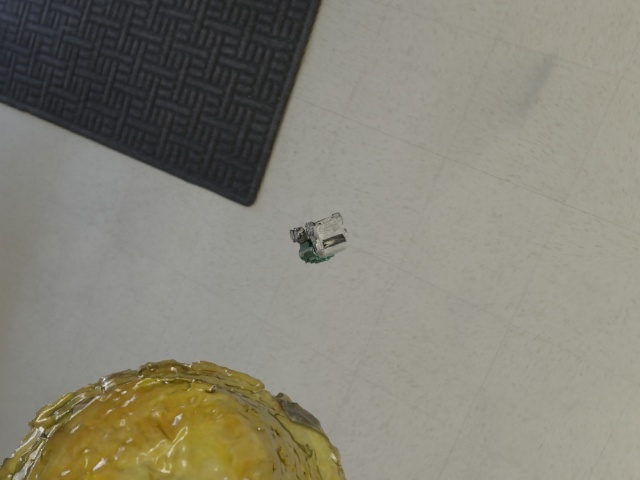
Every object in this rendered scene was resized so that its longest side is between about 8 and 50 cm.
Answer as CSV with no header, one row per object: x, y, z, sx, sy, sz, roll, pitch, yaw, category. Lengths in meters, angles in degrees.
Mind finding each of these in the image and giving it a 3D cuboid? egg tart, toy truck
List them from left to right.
-0.110,0.189,0.480,0.294,0.295,0.116,27,137,23,egg tart
0.000,0.000,0.690,0.039,0.083,0.044,-20,90,-19,toy truck
